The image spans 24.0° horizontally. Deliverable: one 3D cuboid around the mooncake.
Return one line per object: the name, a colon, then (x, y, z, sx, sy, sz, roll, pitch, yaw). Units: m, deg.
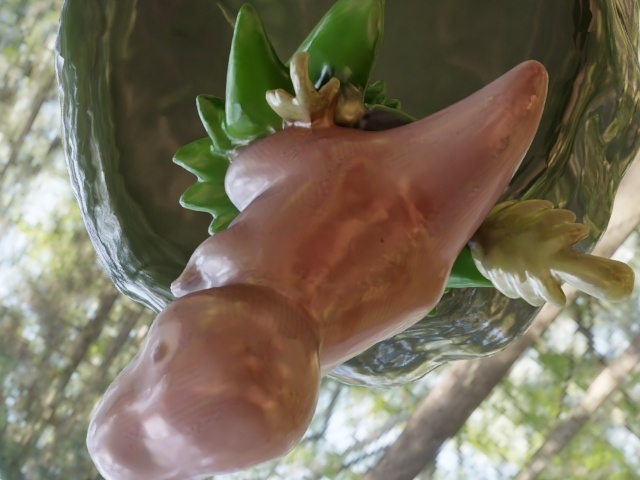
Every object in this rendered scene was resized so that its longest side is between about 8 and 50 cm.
mooncake: (0.023, -0.083, 0.885, 0.351, 0.351, 0.187, 52, -176, 26)

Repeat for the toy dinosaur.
toy dinosaur: (-0.002, -0.007, 0.536, 0.177, 0.194, 0.152, -115, 0, -76)
